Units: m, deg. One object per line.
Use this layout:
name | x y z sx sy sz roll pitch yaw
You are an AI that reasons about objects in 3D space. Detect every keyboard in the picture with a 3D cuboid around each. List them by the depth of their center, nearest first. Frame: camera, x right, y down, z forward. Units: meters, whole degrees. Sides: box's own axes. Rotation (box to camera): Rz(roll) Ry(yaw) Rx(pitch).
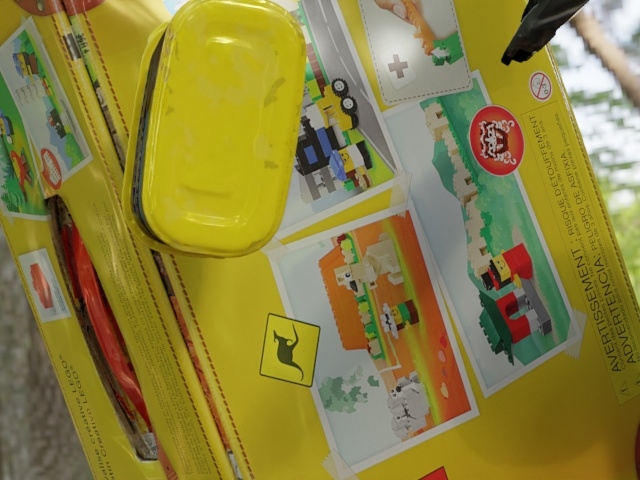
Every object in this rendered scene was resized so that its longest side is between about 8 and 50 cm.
keyboard | 0.157 -0.159 0.755 0.201 0.033 0.317 -42 1 8

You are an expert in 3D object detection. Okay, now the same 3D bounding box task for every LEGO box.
LEGO box | 0.000 0.000 1.102 0.372 0.500 0.193 -22 5 -34

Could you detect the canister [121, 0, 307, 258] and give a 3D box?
canister | -0.055 -0.053 0.780 0.073 0.126 0.170 8 0 -9
